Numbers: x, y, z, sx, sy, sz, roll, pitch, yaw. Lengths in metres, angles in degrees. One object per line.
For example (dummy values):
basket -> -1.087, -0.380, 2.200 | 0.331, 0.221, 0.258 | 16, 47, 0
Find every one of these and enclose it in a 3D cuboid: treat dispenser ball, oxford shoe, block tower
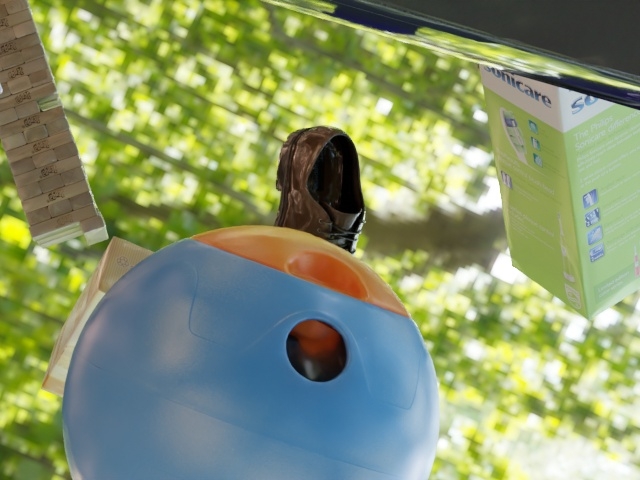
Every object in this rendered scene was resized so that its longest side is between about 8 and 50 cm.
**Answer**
treat dispenser ball -> -0.053, 0.132, 1.272 | 0.288, 0.288, 0.288 | -156, -90, -81
oxford shoe -> 0.000, 0.000, 1.609 | 0.096, 0.083, 0.227 | -4, -92, 64
block tower -> -0.371, -0.151, 2.145 | 0.091, 0.097, 0.335 | 108, -38, -81

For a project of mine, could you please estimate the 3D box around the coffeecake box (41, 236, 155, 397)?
coffeecake box -> -0.168, 0.096, 1.582 | 0.185, 0.142, 0.068 | 126, -19, -47

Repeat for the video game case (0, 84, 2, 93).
video game case -> -0.539, -0.142, 1.955 | 0.204, 0.025, 0.285 | -21, 178, 29

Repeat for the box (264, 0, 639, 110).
box -> 0.040, -0.126, 0.633 | 0.184, 0.261, 0.103 | -125, -129, -87

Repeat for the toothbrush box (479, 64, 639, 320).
toothbrush box -> 0.273, -0.102, 1.532 | 0.206, 0.122, 0.283 | -31, 132, -19

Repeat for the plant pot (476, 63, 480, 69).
plant pot -> 0.195, -0.266, 1.719 | 0.165, 0.167, 0.167 | -56, -168, 20
